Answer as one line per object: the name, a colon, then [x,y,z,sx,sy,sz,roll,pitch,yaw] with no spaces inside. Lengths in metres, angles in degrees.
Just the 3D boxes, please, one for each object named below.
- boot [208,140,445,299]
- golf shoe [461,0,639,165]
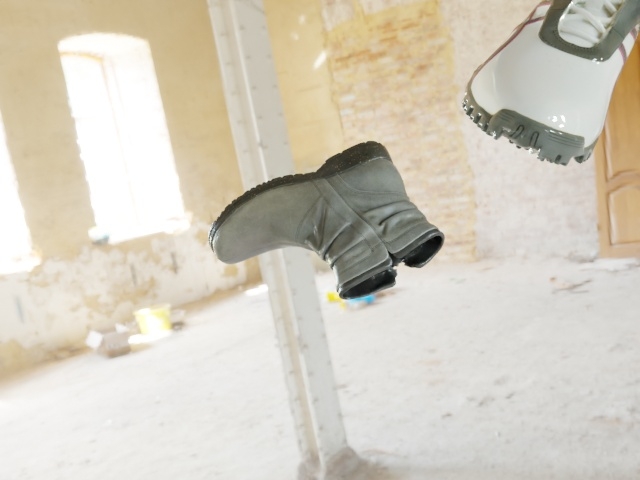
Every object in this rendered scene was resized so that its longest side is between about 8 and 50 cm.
boot: [0.000,0.000,0.819,0.247,0.161,0.083,-27,-33,4]
golf shoe: [0.188,-0.155,0.560,0.105,0.120,0.273,26,42,11]
